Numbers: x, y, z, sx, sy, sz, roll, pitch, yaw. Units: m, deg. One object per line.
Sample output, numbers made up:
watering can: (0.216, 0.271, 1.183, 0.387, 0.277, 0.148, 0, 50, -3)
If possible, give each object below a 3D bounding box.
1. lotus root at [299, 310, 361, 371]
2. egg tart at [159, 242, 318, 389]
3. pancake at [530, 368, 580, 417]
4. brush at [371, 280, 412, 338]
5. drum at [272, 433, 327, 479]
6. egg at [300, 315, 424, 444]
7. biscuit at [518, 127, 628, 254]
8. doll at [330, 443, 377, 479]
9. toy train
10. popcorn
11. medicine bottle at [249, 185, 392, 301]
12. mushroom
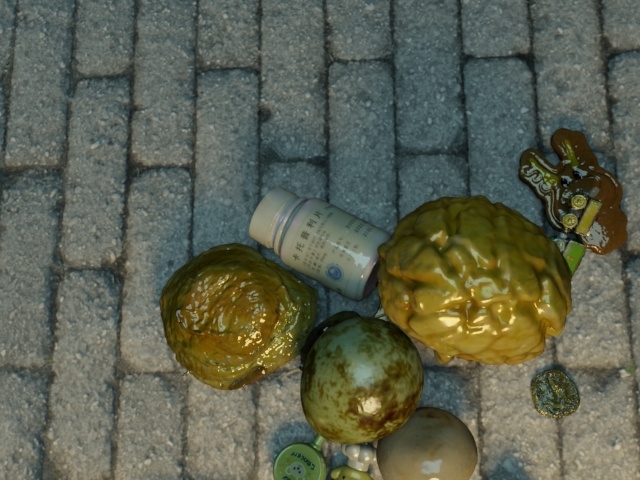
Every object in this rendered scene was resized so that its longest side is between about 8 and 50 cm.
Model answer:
lotus root: (0.020, 0.224, 1.465, 0.089, 0.080, 0.179, 42, 88, 10)
egg tart: (-0.206, 0.167, 1.466, 0.351, 0.153, 0.339, 39, 90, 17)
pancake: (0.505, 0.329, 1.425, 0.108, 0.017, 0.108, -1, 77, 4)
brush: (0.144, 0.101, 1.510, 0.103, 0.013, 0.272, -18, 77, 2)
drum: (-0.022, 0.433, 1.445, 0.130, 0.049, 0.253, 14, 71, 20)
egg: (0.077, 0.288, 1.332, 0.238, 0.238, 0.289, 37, 125, 11)
biscuit: (0.579, -0.107, 1.487, 0.186, 0.044, 0.295, -35, 77, 2)
doll: (0.072, 0.503, 1.416, 0.106, 0.062, 0.163, 14, 81, 11)
toy train: (0.545, -0.010, 1.435, 0.081, 0.060, 0.202, 23, 106, 8)
popcorn: (0.313, 0.073, 1.326, 0.353, 0.390, 0.344, -9, 60, 30)
medicine bottle: (0.000, 0.000, 1.462, 0.292, 0.170, 0.170, 28, 84, 15)
mushroom: (0.222, 0.462, 1.362, 0.207, 0.207, 0.215, -10, 111, 4)
